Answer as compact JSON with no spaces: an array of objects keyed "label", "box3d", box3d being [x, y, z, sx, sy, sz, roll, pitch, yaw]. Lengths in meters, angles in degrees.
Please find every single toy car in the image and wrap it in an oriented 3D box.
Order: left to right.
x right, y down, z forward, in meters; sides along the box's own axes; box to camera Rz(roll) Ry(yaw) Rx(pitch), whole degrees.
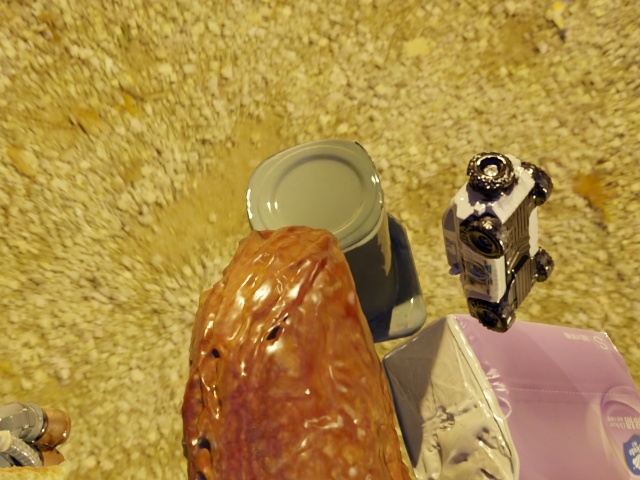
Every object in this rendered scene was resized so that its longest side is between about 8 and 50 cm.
[{"label":"toy car","box3d":[0.143,-0.004,0.913,0.070,0.171,0.080,26,61,30]}]

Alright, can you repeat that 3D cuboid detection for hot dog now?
[{"label":"hot dog","box3d":[-0.015,0.185,0.864,0.174,0.267,0.388,-16,82,-4]}]

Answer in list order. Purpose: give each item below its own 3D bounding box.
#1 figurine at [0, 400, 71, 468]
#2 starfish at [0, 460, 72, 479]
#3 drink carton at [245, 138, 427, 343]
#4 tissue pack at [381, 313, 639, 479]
[{"label":"figurine","box3d":[-0.474,0.230,1.379,0.186,0.382,0.261,-13,69,20]},{"label":"starfish","box3d":[-0.322,0.133,0.536,0.347,0.358,0.078,0,113,8]},{"label":"drink carton","box3d":[0.000,0.000,1.204,0.185,0.190,0.191,-13,58,7]},{"label":"tissue pack","box3d":[0.259,0.228,1.383,0.338,0.160,0.242,10,50,-43]}]
